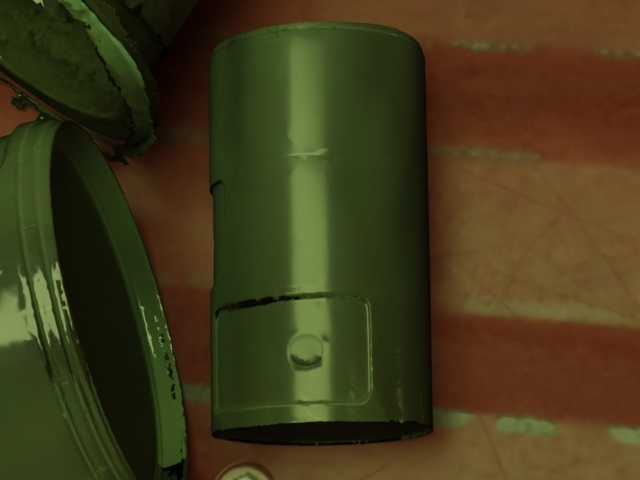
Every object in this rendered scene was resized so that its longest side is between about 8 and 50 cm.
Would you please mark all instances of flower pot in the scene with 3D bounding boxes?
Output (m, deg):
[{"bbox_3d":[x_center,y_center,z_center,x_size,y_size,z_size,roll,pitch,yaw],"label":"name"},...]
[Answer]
[{"bbox_3d":[-0.131,-0.228,0.983,0.290,0.290,0.259,34,72,15],"label":"flower pot"}]

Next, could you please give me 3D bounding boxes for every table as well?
[{"bbox_3d":[0.000,0.000,0.958,0.126,0.126,0.220,-4,78,9],"label":"table"}]

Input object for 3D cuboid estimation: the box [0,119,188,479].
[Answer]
[{"bbox_3d":[-0.176,0.059,0.924,0.149,0.226,0.226,-16,75,6],"label":"box"}]
